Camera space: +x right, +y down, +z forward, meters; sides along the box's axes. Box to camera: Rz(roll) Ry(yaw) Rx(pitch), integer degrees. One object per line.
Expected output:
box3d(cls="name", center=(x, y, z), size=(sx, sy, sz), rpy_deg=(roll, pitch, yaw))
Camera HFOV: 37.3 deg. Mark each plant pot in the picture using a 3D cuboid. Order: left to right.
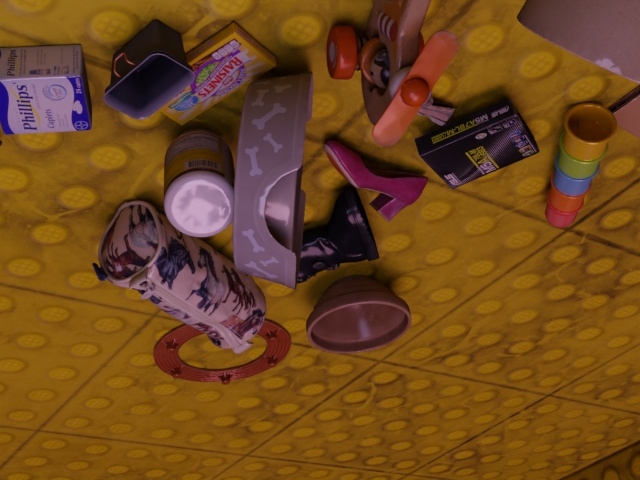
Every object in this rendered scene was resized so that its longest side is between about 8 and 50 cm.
box3d(cls="plant pot", center=(0.080, 0.154, 2.139), size=(0.237, 0.109, 0.237), rpy_deg=(-7, 146, -5))

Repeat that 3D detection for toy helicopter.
box3d(cls="toy helicopter", center=(0.119, -0.297, 1.350), size=(0.140, 0.235, 0.355), rpy_deg=(0, 146, -14))

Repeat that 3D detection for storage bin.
box3d(cls="storage bin", center=(-0.265, -0.264, 1.429), size=(0.135, 0.091, 0.098), rpy_deg=(-33, 141, 29))

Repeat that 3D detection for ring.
box3d(cls="ring", center=(-0.236, 0.277, 2.313), size=(0.337, 0.032, 0.336), rpy_deg=(-6, 147, -4))

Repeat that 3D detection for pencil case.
box3d(cls="pencil case", center=(-0.263, 0.087, 1.879), size=(0.160, 0.183, 0.410), rpy_deg=(-18, 147, 22))

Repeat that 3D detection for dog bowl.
box3d(cls="dog bowl", center=(-0.074, -0.099, 1.523), size=(0.102, 0.348, 0.348), rpy_deg=(4, 146, 0))

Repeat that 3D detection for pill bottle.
box3d(cls="pill bottle", center=(-0.199, -0.105, 1.563), size=(0.117, 0.215, 0.117), rpy_deg=(-4, 121, -6))

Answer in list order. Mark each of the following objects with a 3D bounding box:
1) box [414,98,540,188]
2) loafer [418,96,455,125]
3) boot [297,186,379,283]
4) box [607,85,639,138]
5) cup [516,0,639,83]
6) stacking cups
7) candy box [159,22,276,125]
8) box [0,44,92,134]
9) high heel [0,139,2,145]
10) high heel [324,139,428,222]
box3d(cls="box", center=(0.289, -0.172, 1.732), size=(0.184, 0.045, 0.191), rpy_deg=(-24, 155, 17))
box3d(cls="loafer", center=(0.185, -0.237, 1.643), size=(0.125, 0.045, 0.039), rpy_deg=(18, 122, -46))
box3d(cls="boot", center=(0.000, 0.000, 1.896), size=(0.207, 0.094, 0.246), rpy_deg=(-17, 153, 4))
box3d(cls="box", center=(0.651, -0.246, 1.765), size=(0.201, 0.021, 0.164), rpy_deg=(19, 137, -36))
box3d(cls="cup", center=(0.475, -0.359, 1.326), size=(0.331, 0.331, 0.237), rpy_deg=(9, 116, -26))
box3d(cls="stacking cups", center=(0.498, -0.130, 1.835), size=(0.096, 0.096, 0.316), rpy_deg=(-10, 148, 0))
box3d(cls="candy box", center=(-0.182, -0.261, 1.515), size=(0.206, 0.027, 0.105), rpy_deg=(-28, 146, 26))
box3d(cls="box", center=(-0.428, -0.230, 1.456), size=(0.137, 0.072, 0.126), rpy_deg=(-4, 146, -8))
box3d(cls="high heel", center=(-0.569, -0.220, 1.457), size=(0.186, 0.093, 0.261), rpy_deg=(-13, 142, -39))
box3d(cls="high heel", center=(0.106, -0.136, 1.759), size=(0.117, 0.082, 0.244), rpy_deg=(-45, 127, 2))
